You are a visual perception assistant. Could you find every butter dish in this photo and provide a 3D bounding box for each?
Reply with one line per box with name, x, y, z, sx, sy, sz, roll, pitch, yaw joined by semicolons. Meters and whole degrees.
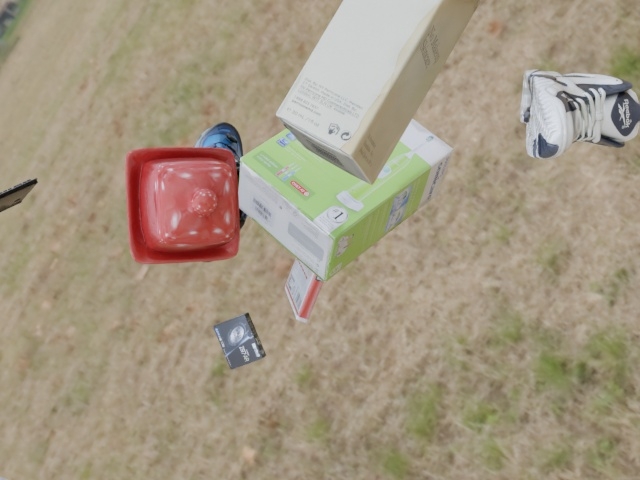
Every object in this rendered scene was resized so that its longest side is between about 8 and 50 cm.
butter dish;-0.170;-0.049;1.177;0.118;0.160;0.160;0;93;64

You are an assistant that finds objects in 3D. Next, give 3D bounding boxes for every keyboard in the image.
keyboard;-0.473;-0.039;1.166;0.100;0.038;0.192;-33;1;42

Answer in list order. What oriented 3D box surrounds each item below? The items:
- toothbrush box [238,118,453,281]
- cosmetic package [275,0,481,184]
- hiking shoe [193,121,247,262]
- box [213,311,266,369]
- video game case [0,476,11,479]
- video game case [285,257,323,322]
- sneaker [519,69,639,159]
toothbrush box;0.038;-0.101;1.407;0.283;0.206;0.122;-38;-24;-29
cosmetic package;0.084;-0.239;1.079;0.309;0.113;0.160;-59;-15;0
hiking shoe;-0.159;-0.102;1.540;0.132;0.113;0.304;-32;41;35
box;-0.140;0.173;1.517;0.067;0.083;0.018;-21;1;21
video game case;-0.488;0.561;1.475;0.299;0.329;0.036;-59;23;9
video game case;0.000;0.000;1.740;0.204;0.025;0.285;-120;50;-72
sneaker;0.330;-0.155;1.078;0.235;0.153;0.094;-63;-25;-73
